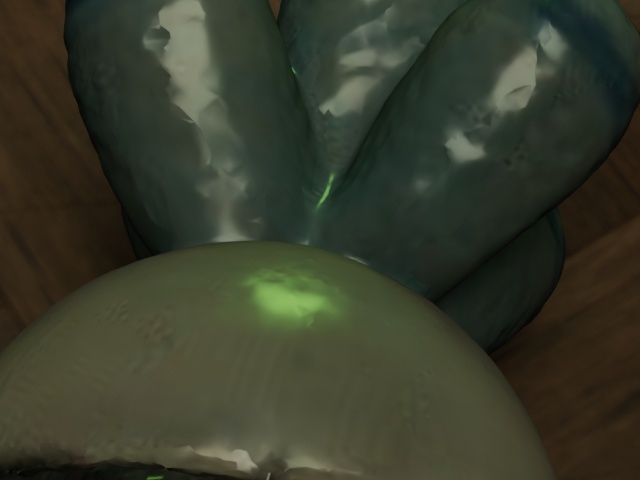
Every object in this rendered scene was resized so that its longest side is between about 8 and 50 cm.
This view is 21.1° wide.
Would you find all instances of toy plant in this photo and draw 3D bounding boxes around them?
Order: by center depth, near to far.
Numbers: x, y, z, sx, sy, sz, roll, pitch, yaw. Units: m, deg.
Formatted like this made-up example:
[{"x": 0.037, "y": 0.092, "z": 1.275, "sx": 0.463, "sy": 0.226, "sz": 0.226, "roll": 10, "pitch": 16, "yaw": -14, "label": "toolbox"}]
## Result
[{"x": 0.000, "y": 0.000, "z": 0.656, "sx": 0.247, "sy": 0.247, "sz": 0.332, "roll": 13, "pitch": 58, "yaw": 0, "label": "toy plant"}]
